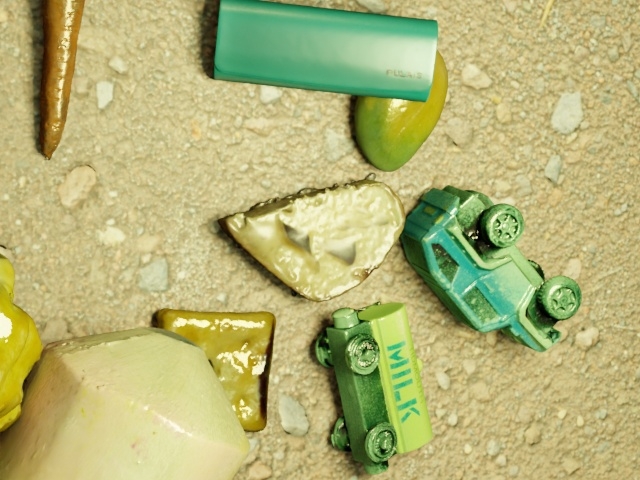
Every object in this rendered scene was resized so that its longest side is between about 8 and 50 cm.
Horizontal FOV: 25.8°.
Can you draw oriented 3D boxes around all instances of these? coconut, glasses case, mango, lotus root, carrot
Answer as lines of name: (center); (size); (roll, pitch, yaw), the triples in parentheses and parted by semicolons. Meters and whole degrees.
coconut: (-0.253, 0.257, 1.779); (0.297, 0.297, 0.309); (33, 84, -22)
glasses case: (0.007, -0.262, 1.913); (0.301, 0.070, 0.117); (5, 93, -6)
mango: (0.114, -0.194, 2.009); (0.130, 0.092, 0.194); (8, 100, -26)
lotus root: (0.000, 0.000, 1.982); (0.261, 0.074, 0.170); (-23, 106, -20)
carrot: (-0.346, -0.215, 1.824); (0.057, 0.057, 0.224); (5, 96, -24)

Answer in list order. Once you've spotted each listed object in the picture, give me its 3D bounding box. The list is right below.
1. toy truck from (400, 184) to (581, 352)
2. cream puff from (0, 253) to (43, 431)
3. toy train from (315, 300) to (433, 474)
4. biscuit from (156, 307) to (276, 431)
toy truck: (0.248, 0.044, 2.053); (0.156, 0.155, 0.279); (-42, 110, -5)
cream puff: (-0.469, 0.159, 1.659); (0.257, 0.324, 0.291); (70, 35, -42)
toy train: (0.087, 0.205, 2.028); (0.157, 0.105, 0.253); (-22, 105, -34)
biscuit: (-0.150, 0.178, 1.950); (0.183, 0.039, 0.174); (8, 94, -24)
